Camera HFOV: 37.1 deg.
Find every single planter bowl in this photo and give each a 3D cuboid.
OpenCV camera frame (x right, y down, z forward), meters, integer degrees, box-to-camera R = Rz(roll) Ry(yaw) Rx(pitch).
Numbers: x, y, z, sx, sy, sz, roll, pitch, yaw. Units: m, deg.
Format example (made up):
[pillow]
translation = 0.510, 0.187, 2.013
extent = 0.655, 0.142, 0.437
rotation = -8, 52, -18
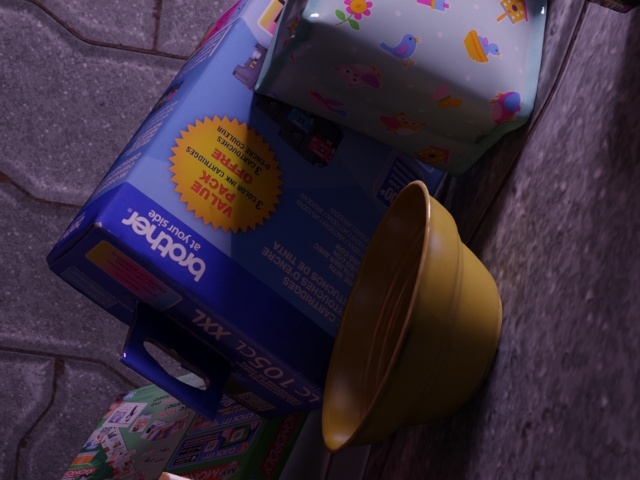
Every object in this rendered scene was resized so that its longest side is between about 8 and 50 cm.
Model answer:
[planter bowl]
translation = 0.079, 0.070, 0.736
extent = 0.217, 0.090, 0.217
rotation = -162, 90, -81

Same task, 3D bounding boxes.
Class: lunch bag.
[lunch bag]
translation = 0.089, -0.226, 0.875
extent = 0.160, 0.223, 0.262
rotation = -41, 29, 62

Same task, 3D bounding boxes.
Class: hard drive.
[hard drive]
translation = 0.006, 0.204, 1.087
extent = 0.307, 0.040, 0.203
rotation = 134, 154, -72

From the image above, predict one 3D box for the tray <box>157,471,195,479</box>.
[tray]
translation = -0.085, 0.313, 0.872
extent = 0.411, 0.202, 0.076
rotation = 123, 164, -59

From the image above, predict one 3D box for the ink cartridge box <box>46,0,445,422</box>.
[ink cartridge box]
translation = -0.065, -0.017, 0.911
extent = 0.151, 0.270, 0.395
rotation = -25, 32, 56

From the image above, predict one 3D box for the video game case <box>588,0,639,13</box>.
[video game case]
translation = 0.249, -0.280, 0.579
extent = 0.210, 0.042, 0.232
rotation = 152, 136, -78

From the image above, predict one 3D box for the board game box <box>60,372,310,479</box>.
[board game box]
translation = -0.154, 0.225, 1.042
extent = 0.317, 0.046, 0.213
rotation = -20, 27, 34
